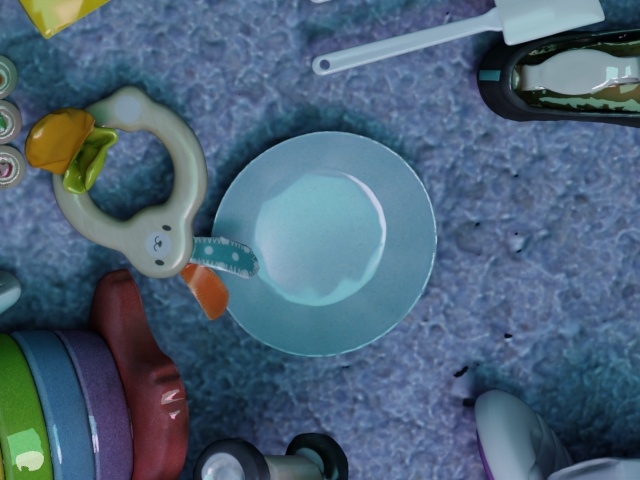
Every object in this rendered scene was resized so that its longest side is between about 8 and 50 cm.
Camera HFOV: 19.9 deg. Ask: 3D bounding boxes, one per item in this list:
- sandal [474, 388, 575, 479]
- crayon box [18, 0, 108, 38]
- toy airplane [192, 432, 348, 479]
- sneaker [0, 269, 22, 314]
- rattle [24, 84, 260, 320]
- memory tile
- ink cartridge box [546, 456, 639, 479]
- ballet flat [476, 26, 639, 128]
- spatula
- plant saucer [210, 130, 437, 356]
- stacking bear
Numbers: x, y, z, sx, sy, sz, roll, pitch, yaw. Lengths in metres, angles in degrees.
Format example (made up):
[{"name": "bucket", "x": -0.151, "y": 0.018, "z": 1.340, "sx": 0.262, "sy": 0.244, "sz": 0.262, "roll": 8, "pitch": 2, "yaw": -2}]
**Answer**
[{"name": "sandal", "x": 0.223, "y": 0.319, "z": 1.617, "sx": 0.102, "sy": 0.169, "sz": 0.416, "roll": -27, "pitch": 110, "yaw": 17}, {"name": "crayon box", "x": -0.137, "y": -0.380, "z": 1.354, "sx": 0.363, "sy": 0.106, "sz": 0.313, "roll": -32, "pitch": 110, "yaw": -4}, {"name": "toy airplane", "x": -0.117, "y": 0.338, "z": 1.410, "sx": 0.386, "sy": 0.384, "sz": 0.272, "roll": -17, "pitch": 74, "yaw": -18}, {"name": "sneaker", "x": -0.304, "y": 0.077, "z": 1.473, "sx": 0.152, "sy": 0.054, "sz": 0.061, "roll": -31, "pitch": 126, "yaw": -2}, {"name": "rattle", "x": -0.132, "y": -0.021, "z": 1.419, "sx": 0.130, "sy": 0.143, "sz": 0.200, "roll": -29, "pitch": 92, "yaw": -9}, {"name": "memory tile", "x": -0.309, "y": -0.090, "z": 1.441, "sx": 0.148, "sy": 0.012, "sz": 0.113, "roll": -5, "pitch": 106, "yaw": -12}, {"name": "ink cartridge box", "x": 0.340, "y": 0.380, "z": 1.529, "sx": 0.308, "sy": 0.091, "sz": 0.385, "roll": 10, "pitch": 66, "yaw": -44}, {"name": "ballet flat", "x": 0.271, "y": -0.133, "z": 1.500, "sx": 0.280, "sy": 0.096, "sz": 0.095, "roll": -6, "pitch": 93, "yaw": -2}, {"name": "spatula", "x": 0.094, "y": -0.229, "z": 1.479, "sx": 0.242, "sy": 0.019, "sz": 0.168, "roll": -14, "pitch": 91, "yaw": -4}, {"name": "plant saucer", "x": 0.000, "y": 0.000, "z": 1.529, "sx": 0.195, "sy": 0.037, "sz": 0.195, "roll": -4, "pitch": 106, "yaw": -13}, {"name": "stacking bear", "x": -0.268, "y": 0.149, "z": 1.416, "sx": 0.289, "sy": 0.175, "sz": 0.164, "roll": -10, "pitch": 133, "yaw": -21}]
